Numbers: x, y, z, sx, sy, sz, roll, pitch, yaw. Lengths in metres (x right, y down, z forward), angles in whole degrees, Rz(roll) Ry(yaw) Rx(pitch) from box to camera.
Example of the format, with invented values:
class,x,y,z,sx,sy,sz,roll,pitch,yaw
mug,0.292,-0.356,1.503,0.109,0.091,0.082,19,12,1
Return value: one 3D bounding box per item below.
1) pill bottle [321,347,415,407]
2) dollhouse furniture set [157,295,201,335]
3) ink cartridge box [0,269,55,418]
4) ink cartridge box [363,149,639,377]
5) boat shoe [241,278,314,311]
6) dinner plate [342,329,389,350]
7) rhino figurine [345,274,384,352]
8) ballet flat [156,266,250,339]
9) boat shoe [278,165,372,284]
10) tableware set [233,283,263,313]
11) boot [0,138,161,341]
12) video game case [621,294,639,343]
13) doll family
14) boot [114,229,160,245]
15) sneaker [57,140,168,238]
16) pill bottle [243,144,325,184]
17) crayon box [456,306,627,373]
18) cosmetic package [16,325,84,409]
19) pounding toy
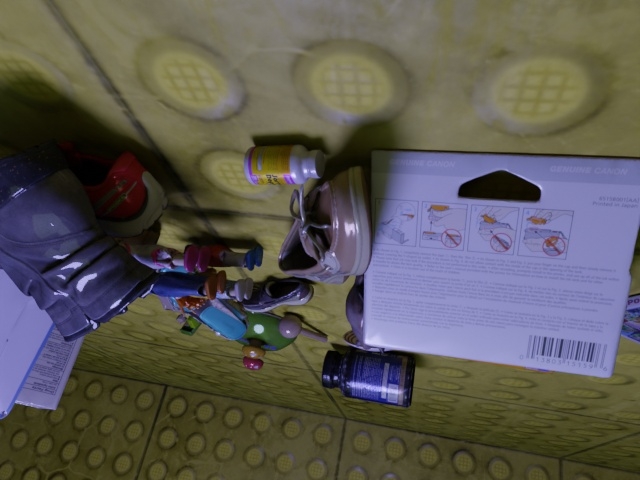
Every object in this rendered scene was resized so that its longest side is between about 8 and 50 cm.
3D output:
class,x,y,z,sx,sy,sz,roll,pitch,yaw
pill bottle,0.119,0.334,1.222,0.219,0.123,0.123,6,153,14
dollhouse furniture set,-0.326,0.161,1.185,0.076,0.058,0.152,9,136,23
ink cartridge box,-0.666,0.109,0.880,0.395,0.270,0.151,17,166,26
ink cartridge box,0.188,0.019,0.551,0.275,0.060,0.239,5,108,15
boat shoe,-0.087,0.096,0.921,0.152,0.056,0.049,-14,136,23
dinner plate,0.115,0.199,0.988,0.141,0.017,0.141,-2,-173,0
rhino figurine,0.086,0.130,0.845,0.073,0.106,0.243,7,153,13
ballet flat,-0.234,0.111,0.973,0.091,0.077,0.241,-36,122,1
boat shoe,0.000,0.000,0.593,0.089,0.105,0.285,-1,160,-8
tableware set,-0.132,0.131,1.038,0.104,0.024,0.154,29,149,-31
boot,-0.375,0.039,0.620,0.338,0.118,0.223,-19,111,33
video game case,0.532,0.119,0.724,0.201,0.023,0.183,22,152,-21
doll family,-0.209,0.061,0.738,0.163,0.118,0.263,2,178,20
boot,-0.427,-0.006,0.823,0.269,0.089,0.236,26,151,-23
sneaker,-0.334,-0.076,0.663,0.279,0.107,0.118,-2,132,21
pill bottle,-0.039,-0.083,0.544,0.083,0.043,0.043,2,152,21
crayon box,0.283,0.107,0.739,0.203,0.083,0.323,7,153,13
cosmetic package,-0.625,0.211,1.105,0.153,0.296,0.129,32,147,-34
pounding toy,-0.128,0.246,1.170,0.237,0.110,0.183,-3,150,29
